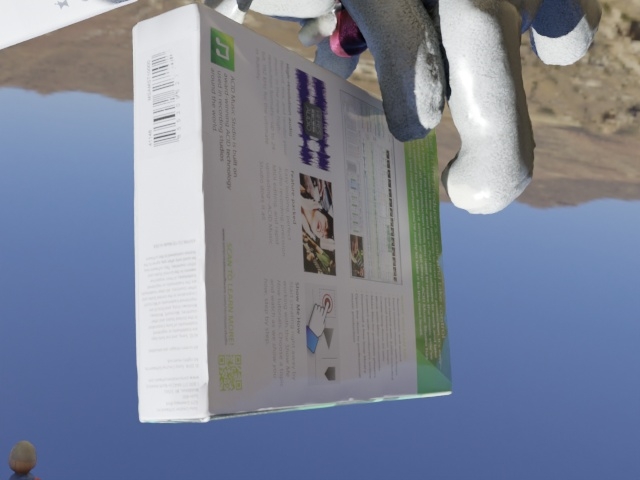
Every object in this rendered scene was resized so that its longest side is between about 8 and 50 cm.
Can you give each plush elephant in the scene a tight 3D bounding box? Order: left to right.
[{"bbox_3d":[0.041,-0.206,0.674,0.255,0.330,0.272,3,-129,36],"label":"plush elephant"}]

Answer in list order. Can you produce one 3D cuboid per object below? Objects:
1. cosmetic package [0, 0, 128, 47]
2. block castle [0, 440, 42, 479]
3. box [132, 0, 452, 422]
[{"bbox_3d":[-0.329,-0.316,0.853,0.224,0.224,0.138,-22,-162,-6],"label":"cosmetic package"},{"bbox_3d":[-0.274,0.313,0.715,0.302,0.213,0.453,0,179,16],"label":"block castle"},{"bbox_3d":[0.000,0.000,0.595,0.058,0.232,0.322,-8,169,32],"label":"box"}]
